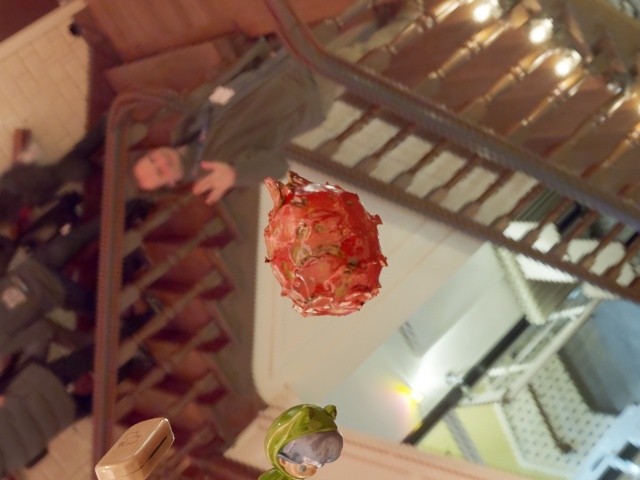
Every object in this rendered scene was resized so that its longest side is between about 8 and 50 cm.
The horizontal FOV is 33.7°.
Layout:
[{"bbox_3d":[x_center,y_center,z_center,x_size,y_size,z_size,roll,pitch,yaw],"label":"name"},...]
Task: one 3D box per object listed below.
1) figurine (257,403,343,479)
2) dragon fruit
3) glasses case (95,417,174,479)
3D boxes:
[{"bbox_3d":[-0.054,0.453,2.189,0.143,0.162,0.263,40,110,39],"label":"figurine"},{"bbox_3d":[0.000,0.000,1.747,0.268,0.210,0.205,59,172,10],"label":"dragon fruit"},{"bbox_3d":[-0.303,0.349,1.734,0.196,0.083,0.050,-56,-54,-75],"label":"glasses case"}]
